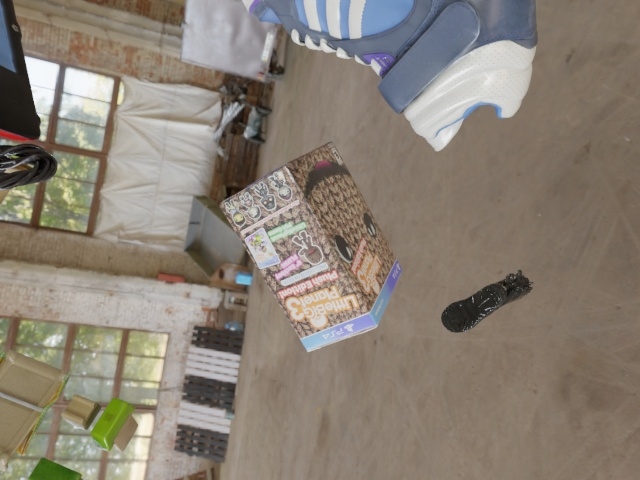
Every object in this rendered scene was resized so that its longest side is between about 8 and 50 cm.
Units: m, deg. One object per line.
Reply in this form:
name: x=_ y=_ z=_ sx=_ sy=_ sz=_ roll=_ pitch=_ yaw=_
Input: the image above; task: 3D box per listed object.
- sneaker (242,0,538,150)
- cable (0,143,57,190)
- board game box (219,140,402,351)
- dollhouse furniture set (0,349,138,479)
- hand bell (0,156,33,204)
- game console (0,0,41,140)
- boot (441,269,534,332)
sneaker: x=0.059 y=-0.199 z=0.507 sx=0.322 sy=0.130 sz=0.237 roll=5 pitch=123 yaw=44
cable: x=-0.486 y=-0.105 z=0.699 sx=0.151 sy=0.184 sz=0.047 roll=-114 pitch=22 yaw=-66
board game box: x=0.000 y=0.000 z=0.852 sx=0.141 sy=0.291 sz=0.232 roll=-25 pitch=10 yaw=26
dollhouse furniture set: x=-0.553 y=0.384 z=0.978 sx=0.151 sy=0.301 sz=0.198 roll=96 pitch=-165 yaw=-52
hand bell: x=-0.610 y=-0.037 z=0.836 sx=0.242 sy=0.126 sz=0.126 roll=-65 pitch=18 yaw=3
game console: x=-0.533 y=-0.345 z=0.619 sx=0.342 sy=0.060 sz=0.387 roll=8 pitch=-113 yaw=-74
boot: x=0.249 y=0.091 z=0.714 sx=0.121 sy=0.099 sz=0.045 roll=-48 pitch=64 yaw=41
